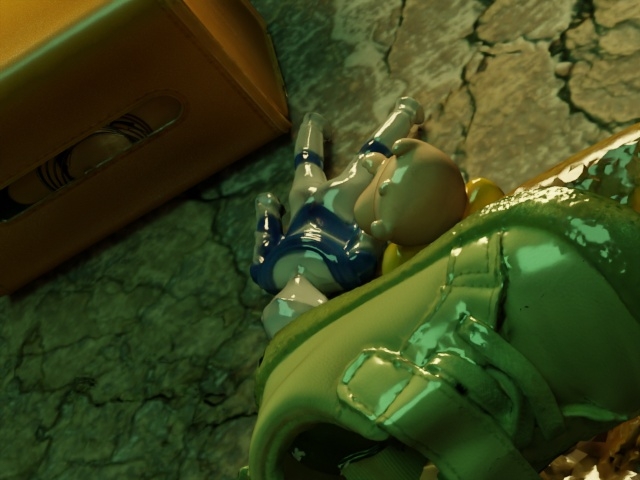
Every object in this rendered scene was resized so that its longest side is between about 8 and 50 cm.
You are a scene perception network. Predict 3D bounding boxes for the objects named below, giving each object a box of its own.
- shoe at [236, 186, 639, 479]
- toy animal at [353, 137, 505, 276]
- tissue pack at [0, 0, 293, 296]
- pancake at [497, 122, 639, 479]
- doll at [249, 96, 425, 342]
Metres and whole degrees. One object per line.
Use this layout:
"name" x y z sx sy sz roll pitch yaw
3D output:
"shoe" 0.072 0.081 0.779 0.262 0.140 0.128 -21 41 36
"toy animal" 0.052 -0.019 0.991 0.082 0.114 0.091 40 99 40
"tissue pack" -0.186 -0.104 1.168 0.274 0.194 0.145 -29 49 15
"pancake" 0.190 0.073 0.836 0.387 0.082 0.387 -22 44 23
"doll" 0.000 0.000 1.051 0.114 0.057 0.227 -3 47 26
